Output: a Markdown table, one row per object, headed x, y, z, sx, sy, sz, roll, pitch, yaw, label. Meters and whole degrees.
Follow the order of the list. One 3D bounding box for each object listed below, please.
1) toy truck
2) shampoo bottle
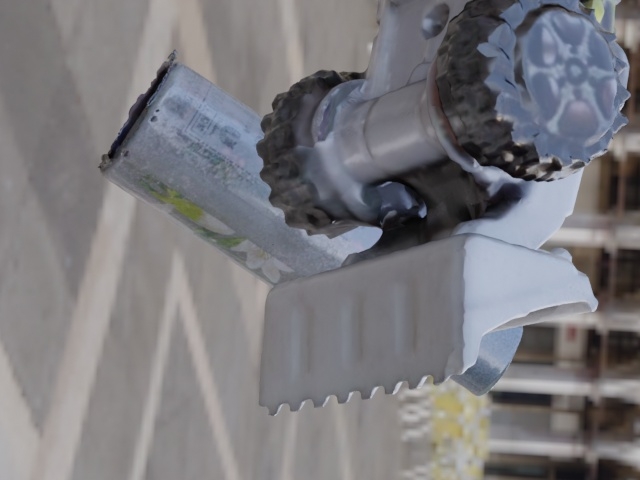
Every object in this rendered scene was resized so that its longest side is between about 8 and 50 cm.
| x | y | z | sx | sy | sz | roll | pitch | yaw | label |
| --- | --- | --- | --- | --- | --- | --- | --- | --- | --- |
| 0.058 | -0.070 | 0.572 | 0.136 | 0.111 | 0.286 | -17 | -124 | 51 | toy truck |
| 0.000 | 0.000 | 0.776 | 0.072 | 0.214 | 0.072 | -52 | -168 | 17 | shampoo bottle |
